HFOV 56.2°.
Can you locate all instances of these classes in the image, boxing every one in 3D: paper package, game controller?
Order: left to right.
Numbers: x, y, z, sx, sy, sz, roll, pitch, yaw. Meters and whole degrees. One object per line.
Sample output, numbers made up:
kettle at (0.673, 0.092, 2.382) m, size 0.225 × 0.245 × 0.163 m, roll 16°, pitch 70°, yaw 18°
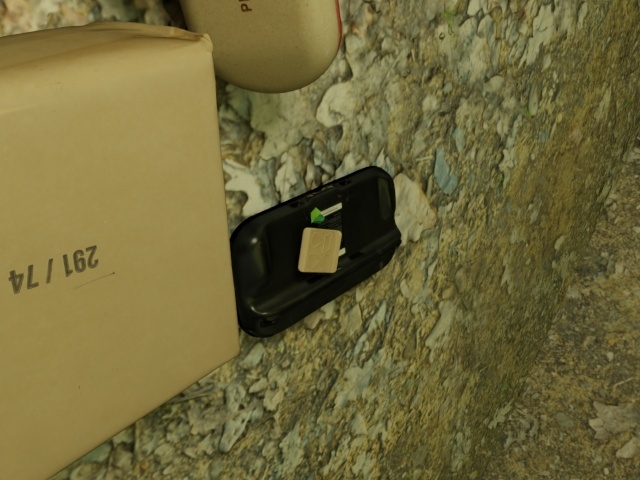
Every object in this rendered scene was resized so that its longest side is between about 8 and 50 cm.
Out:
paper package at (-0.236, 0.018, 0.453) m, size 0.325 × 0.168 × 0.309 m, roll -29°, pitch 129°, yaw -40°
game controller at (0.004, 0.007, 0.840) m, size 0.319 × 0.067 × 0.166 m, roll -27°, pitch 114°, yaw -41°

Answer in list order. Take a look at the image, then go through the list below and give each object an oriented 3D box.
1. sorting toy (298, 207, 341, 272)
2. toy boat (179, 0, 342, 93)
sorting toy at (0.000, 0.000, 0.778) m, size 0.062 × 0.012 × 0.083 m, roll 5°, pitch 95°, yaw -41°
toy boat at (-0.053, -0.264, 0.576) m, size 0.151 × 0.151 × 0.231 m, roll -70°, pitch 156°, yaw -49°
